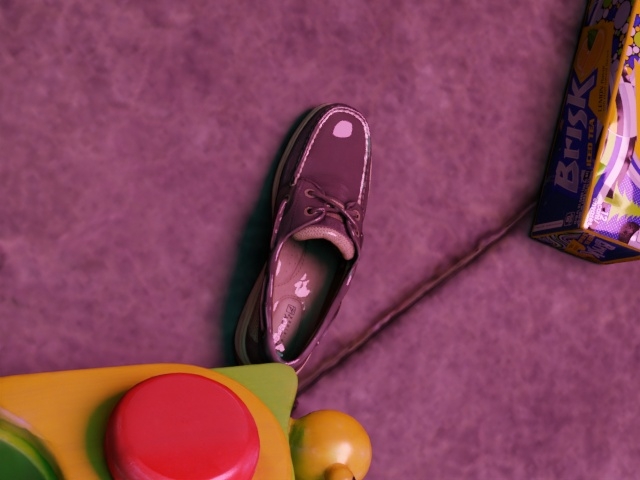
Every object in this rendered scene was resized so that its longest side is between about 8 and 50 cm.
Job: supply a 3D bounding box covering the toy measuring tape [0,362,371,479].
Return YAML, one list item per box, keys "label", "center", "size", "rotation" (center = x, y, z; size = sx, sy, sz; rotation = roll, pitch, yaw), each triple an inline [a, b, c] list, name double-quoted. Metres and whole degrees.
- label: "toy measuring tape"
  center: [-0.129, 0.122, 0.715]
  size: [0.330, 0.121, 0.121]
  rotation: [-4, 87, -19]

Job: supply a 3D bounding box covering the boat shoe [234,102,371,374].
- label: "boat shoe"
  center: [0.000, 0.000, 0.814]
  size: [0.056, 0.049, 0.152]
  rotation: [18, 79, -20]

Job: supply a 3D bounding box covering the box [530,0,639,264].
- label: "box"
  center: [0.172, -0.074, 0.887]
  size: [0.054, 0.059, 0.168]
  rotation: [20, 78, -19]
